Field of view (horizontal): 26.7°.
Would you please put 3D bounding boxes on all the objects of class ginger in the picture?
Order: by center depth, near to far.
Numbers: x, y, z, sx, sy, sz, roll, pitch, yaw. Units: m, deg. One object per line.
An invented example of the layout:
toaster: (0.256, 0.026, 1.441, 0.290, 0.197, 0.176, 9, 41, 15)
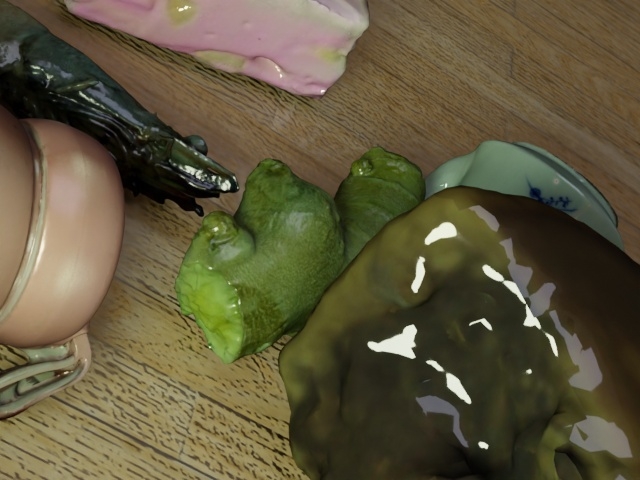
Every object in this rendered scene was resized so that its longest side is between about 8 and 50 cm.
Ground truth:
ginger: (-0.002, 0.002, 1.037, 0.290, 0.089, 0.137, -12, 78, -49)

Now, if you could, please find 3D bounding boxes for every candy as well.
candy: (-0.091, -0.238, 1.179, 0.265, 0.116, 0.155, 17, 45, -30)

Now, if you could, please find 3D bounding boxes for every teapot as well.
teapot: (0.169, 0.009, 1.165, 0.232, 0.159, 0.159, 38, 36, 14)

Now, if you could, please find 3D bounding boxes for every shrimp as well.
shrimp: (-0.206, -0.081, 0.970, 0.289, 0.075, 0.178, 38, 46, -7)

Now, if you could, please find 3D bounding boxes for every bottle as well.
bottle: (-0.266, -0.007, 0.779, 0.297, 0.173, 0.206, 12, 78, -36)

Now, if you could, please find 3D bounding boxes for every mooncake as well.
mooncake: (0.123, 0.194, 0.846, 0.393, 0.246, 0.394, 41, 40, 0)
